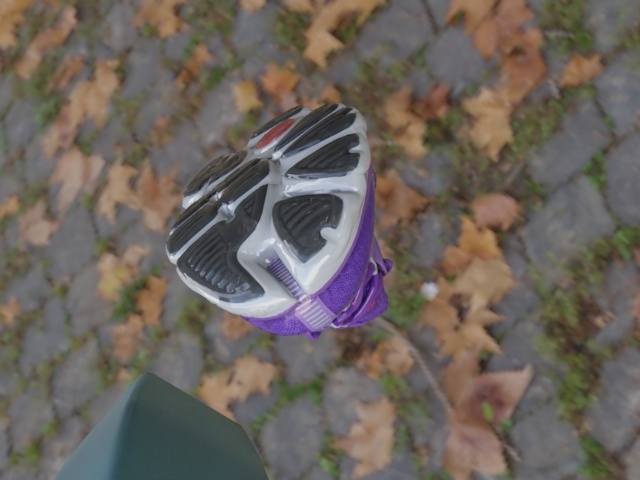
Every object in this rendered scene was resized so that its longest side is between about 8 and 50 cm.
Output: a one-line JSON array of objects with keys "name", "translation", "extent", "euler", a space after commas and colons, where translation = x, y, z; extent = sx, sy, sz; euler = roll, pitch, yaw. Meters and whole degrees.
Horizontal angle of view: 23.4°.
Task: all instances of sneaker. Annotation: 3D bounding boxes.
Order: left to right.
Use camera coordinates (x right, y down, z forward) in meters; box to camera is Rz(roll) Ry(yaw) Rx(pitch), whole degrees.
[{"name": "sneaker", "translation": [0.000, 0.000, 0.478], "extent": [0.068, 0.071, 0.170], "euler": [-37, 9, 5]}]

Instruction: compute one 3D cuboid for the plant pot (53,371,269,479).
[{"name": "plant pot", "translation": [-0.135, 0.227, 1.225], "extent": [0.166, 0.165, 0.234], "euler": [-48, 21, 25]}]
